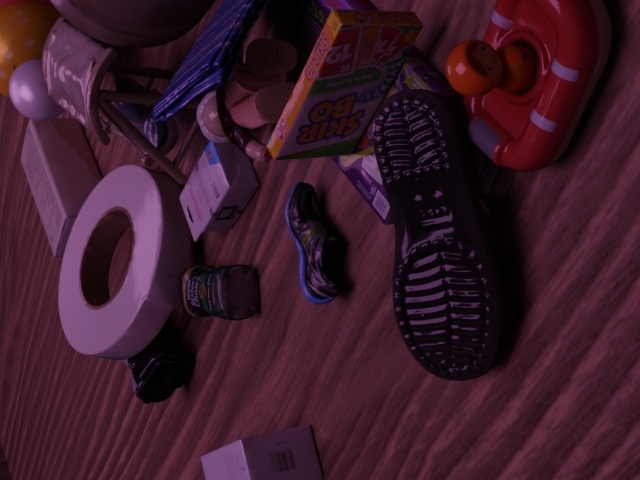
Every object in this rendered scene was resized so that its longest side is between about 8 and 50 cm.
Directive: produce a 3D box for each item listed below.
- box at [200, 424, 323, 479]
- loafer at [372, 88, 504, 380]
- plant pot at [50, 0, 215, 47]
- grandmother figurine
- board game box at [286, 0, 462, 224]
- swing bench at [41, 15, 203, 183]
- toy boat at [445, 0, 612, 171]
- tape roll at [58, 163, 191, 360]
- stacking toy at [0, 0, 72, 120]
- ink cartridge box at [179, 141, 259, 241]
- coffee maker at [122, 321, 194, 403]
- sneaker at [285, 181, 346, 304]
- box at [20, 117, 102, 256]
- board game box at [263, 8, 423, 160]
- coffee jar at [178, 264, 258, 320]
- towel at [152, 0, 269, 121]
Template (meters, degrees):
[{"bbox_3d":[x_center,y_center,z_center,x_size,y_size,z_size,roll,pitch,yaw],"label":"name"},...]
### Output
[{"bbox_3d":[-0.099,0.369,1.728,0.170,0.130,0.091,-34,67,54],"label":"box"},{"bbox_3d":[0.161,-0.009,1.283,0.134,0.130,0.365,-1,106,26],"label":"loafer"},{"bbox_3d":[-0.264,-0.495,1.648,0.280,0.323,0.323,-17,80,64],"label":"plant pot"},{"bbox_3d":[-0.122,-0.220,1.636,0.342,0.104,0.207,161,108,-70],"label":"grandmother figurine"},{"bbox_3d":[0.053,-0.208,1.472,0.347,0.056,0.208,55,142,39],"label":"board game box"},{"bbox_3d":[-0.356,-0.253,1.888,0.253,0.255,0.165,37,101,51],"label":"swing bench"},{"bbox_3d":[0.201,-0.186,1.134,0.151,0.151,0.231,51,136,41],"label":"toy boat"},{"bbox_3d":[-0.391,0.042,2.084,0.392,0.072,0.391,-24,58,44],"label":"tape roll"},{"bbox_3d":[-0.594,-0.395,2.126,0.480,0.351,0.350,-116,35,-47],"label":"stacking toy"},{"bbox_3d":[-0.179,-0.087,1.849,0.180,0.060,0.104,-52,52,48],"label":"ink cartridge box"},{"bbox_3d":[-0.335,0.203,2.092,0.178,0.120,0.171,47,132,43],"label":"coffee maker"},{"bbox_3d":[0.000,0.000,1.587,0.078,0.067,0.188,-23,72,35],"label":"sneaker"},{"bbox_3d":[-0.584,-0.125,2.436,0.311,0.121,0.148,63,143,30],"label":"box"},{"bbox_3d":[0.023,-0.188,1.363,0.259,0.124,0.039,-57,49,45],"label":"board game box"},{"bbox_3d":[-0.184,0.090,1.869,0.184,0.079,0.096,-4,92,59],"label":"coffee jar"},{"bbox_3d":[-0.122,-0.329,1.566,0.243,0.040,0.336,-21,37,58],"label":"towel"}]
